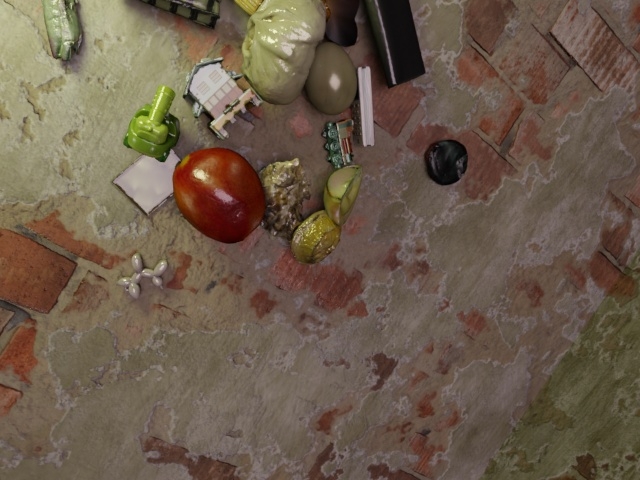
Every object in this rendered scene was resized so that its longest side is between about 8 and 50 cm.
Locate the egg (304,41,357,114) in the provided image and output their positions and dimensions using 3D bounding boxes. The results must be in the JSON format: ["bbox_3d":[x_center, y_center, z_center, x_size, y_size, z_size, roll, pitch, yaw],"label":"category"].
[{"bbox_3d":[0.034,-0.561,1.471,0.185,0.186,0.242,-12,106,-14],"label":"egg"}]

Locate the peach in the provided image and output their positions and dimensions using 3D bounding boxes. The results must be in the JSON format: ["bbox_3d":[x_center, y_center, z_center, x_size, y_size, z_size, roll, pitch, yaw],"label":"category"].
[{"bbox_3d":[-0.327,-0.141,1.401,0.307,0.308,0.333,-32,79,-7],"label":"peach"}]

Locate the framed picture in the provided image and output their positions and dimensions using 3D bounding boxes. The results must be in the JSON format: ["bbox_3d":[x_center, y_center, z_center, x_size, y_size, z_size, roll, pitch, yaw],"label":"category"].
[{"bbox_3d":[-0.577,-0.216,1.463,0.231,0.010,0.173,-41,112,-4],"label":"framed picture"}]

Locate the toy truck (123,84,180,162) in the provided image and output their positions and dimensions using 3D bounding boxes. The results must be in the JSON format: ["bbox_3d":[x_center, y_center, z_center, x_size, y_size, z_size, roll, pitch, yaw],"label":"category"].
[{"bbox_3d":[-0.519,-0.358,1.326,0.148,0.210,0.187,24,61,-18],"label":"toy truck"}]

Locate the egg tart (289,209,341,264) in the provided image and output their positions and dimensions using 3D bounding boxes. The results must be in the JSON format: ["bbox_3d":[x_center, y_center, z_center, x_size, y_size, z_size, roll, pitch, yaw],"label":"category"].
[{"bbox_3d":[0.000,0.000,1.623,0.252,0.098,0.232,-19,128,-35],"label":"egg tart"}]

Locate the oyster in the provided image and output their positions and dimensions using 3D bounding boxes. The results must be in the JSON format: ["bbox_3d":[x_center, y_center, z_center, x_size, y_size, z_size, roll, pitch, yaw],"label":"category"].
[{"bbox_3d":[-0.138,-0.150,1.553,0.237,0.115,0.352,6,125,-21],"label":"oyster"}]

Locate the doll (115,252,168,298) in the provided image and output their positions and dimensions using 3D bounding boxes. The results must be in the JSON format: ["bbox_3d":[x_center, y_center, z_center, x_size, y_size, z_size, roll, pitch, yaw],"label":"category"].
[{"bbox_3d":[-0.637,0.130,1.509,0.160,0.059,0.160,14,98,-21],"label":"doll"}]

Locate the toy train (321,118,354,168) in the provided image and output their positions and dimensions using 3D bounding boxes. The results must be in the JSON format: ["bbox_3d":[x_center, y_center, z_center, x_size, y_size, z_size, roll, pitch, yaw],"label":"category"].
[{"bbox_3d":[0.076,-0.366,1.599,0.118,0.074,0.176,-18,107,-16],"label":"toy train"}]

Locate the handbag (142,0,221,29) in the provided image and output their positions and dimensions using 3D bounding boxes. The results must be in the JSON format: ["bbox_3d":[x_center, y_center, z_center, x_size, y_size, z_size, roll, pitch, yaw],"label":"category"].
[{"bbox_3d":[-0.441,-0.859,1.263,0.326,0.162,0.326,10,103,-25],"label":"handbag"}]

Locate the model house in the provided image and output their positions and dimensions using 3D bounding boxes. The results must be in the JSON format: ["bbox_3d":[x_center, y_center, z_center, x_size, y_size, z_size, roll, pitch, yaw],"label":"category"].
[{"bbox_3d":[-0.331,-0.463,1.363,0.198,0.224,0.215,-46,113,-1],"label":"model house"}]

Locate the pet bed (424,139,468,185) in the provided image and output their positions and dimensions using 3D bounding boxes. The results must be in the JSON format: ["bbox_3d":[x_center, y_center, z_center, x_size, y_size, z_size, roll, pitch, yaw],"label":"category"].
[{"bbox_3d":[0.527,-0.325,1.760,0.201,0.053,0.202,-4,105,-15],"label":"pet bed"}]

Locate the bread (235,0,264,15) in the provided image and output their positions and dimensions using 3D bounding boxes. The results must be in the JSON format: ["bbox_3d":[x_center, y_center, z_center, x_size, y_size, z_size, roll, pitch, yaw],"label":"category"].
[{"bbox_3d":[-0.169,-0.859,1.329,0.156,0.204,0.288,41,96,-14],"label":"bread"}]

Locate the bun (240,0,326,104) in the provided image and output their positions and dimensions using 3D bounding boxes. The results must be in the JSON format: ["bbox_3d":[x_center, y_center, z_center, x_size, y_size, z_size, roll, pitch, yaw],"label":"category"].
[{"bbox_3d":[-0.129,-0.607,1.322,0.219,0.365,0.366,17,98,-16],"label":"bun"}]

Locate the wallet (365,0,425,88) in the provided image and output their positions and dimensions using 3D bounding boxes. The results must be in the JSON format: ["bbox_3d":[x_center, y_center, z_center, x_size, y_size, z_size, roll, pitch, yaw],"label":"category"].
[{"bbox_3d":[0.262,-0.777,1.520,0.228,0.062,0.406,-36,116,-38],"label":"wallet"}]

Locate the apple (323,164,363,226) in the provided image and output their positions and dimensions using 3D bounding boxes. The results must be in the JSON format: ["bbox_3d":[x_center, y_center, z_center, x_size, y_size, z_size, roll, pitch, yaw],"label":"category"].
[{"bbox_3d":[0.076,-0.161,1.593,0.119,0.265,0.193,17,135,15],"label":"apple"}]

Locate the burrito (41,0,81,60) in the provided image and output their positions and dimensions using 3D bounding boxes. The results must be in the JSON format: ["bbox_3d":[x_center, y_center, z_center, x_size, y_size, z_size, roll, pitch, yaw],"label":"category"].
[{"bbox_3d":[-0.772,-0.694,1.250,0.096,0.066,0.310,-4,105,-11],"label":"burrito"}]

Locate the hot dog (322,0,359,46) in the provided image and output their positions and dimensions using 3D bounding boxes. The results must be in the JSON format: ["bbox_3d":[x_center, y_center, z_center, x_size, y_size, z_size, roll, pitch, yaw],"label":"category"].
[{"bbox_3d":[0.028,-0.836,1.440,0.193,0.107,0.326,-3,106,-23],"label":"hot dog"}]

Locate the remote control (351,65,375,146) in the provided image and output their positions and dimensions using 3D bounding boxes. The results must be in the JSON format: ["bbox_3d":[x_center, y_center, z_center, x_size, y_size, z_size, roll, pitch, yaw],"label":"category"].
[{"bbox_3d":[0.152,-0.492,1.571,0.055,0.103,0.278,-10,107,-13],"label":"remote control"}]
